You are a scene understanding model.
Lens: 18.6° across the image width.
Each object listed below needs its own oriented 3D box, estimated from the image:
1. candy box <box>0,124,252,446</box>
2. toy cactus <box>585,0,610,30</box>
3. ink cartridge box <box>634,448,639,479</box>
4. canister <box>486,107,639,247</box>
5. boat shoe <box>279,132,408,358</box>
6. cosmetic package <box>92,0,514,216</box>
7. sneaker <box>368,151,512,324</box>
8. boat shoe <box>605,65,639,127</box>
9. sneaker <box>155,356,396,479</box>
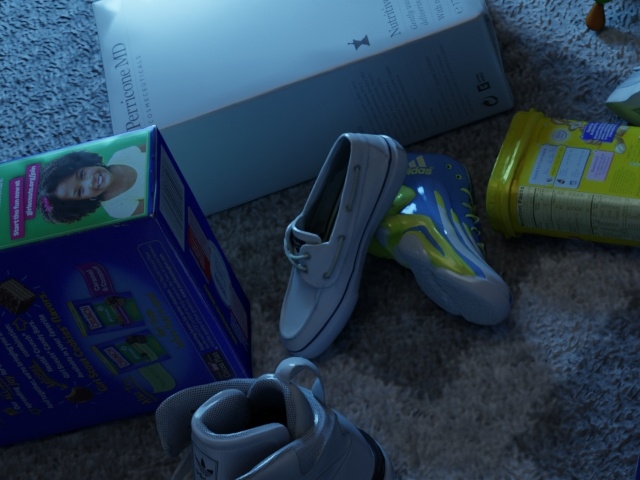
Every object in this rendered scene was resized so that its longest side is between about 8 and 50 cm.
[{"bbox_3d":[-0.253,0.054,1.810,0.317,0.268,0.122,-14,47,10],"label":"candy box"},{"bbox_3d":[0.345,-0.286,1.974,0.219,0.112,0.180,12,40,31],"label":"toy cactus"},{"bbox_3d":[0.444,0.079,1.557,0.330,0.071,0.324,13,93,28],"label":"ink cartridge box"},{"bbox_3d":[0.255,-0.055,1.830,0.170,0.073,0.126,8,56,24],"label":"canister"},{"bbox_3d":[0.000,0.000,1.815,0.083,0.076,0.226,32,103,50],"label":"boat shoe"},{"bbox_3d":[-0.022,-0.188,1.983,0.385,0.156,0.217,-20,51,4],"label":"cosmetic package"},{"bbox_3d":[0.118,-0.019,1.842,0.126,0.091,0.240,-43,50,-14],"label":"sneaker"},{"bbox_3d":[0.327,-0.142,1.822,0.066,0.184,0.063,33,84,-6],"label":"boat shoe"},{"bbox_3d":[-0.110,0.249,1.642,0.366,0.210,0.137,-39,50,-10],"label":"sneaker"}]
